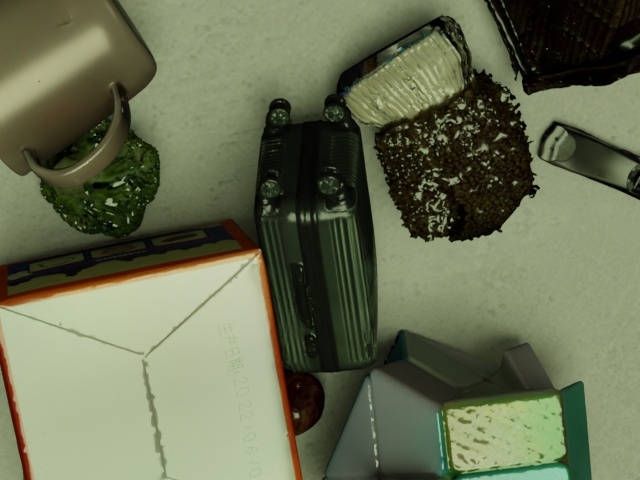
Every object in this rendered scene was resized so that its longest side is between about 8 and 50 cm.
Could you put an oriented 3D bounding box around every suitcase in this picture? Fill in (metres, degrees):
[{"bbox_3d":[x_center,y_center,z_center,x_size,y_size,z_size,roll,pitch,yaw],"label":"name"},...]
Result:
[{"bbox_3d":[0.000,0.000,1.785,0.128,0.202,0.312,-4,128,5],"label":"suitcase"}]

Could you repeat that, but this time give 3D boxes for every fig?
[{"bbox_3d":[-0.041,0.232,1.986,0.089,0.089,0.125,4,139,-12],"label":"fig"}]

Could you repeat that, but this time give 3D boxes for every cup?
[{"bbox_3d":[-0.293,-0.182,1.661,0.200,0.253,0.191,-32,153,1],"label":"cup"}]

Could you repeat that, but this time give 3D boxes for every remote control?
[{"bbox_3d":[0.383,-0.097,1.940,0.212,0.028,0.059,19,110,-18],"label":"remote control"}]

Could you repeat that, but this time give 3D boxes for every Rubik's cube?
[{"bbox_3d":[0.184,0.314,1.922,0.368,0.358,0.387,30,109,23],"label":"Rubik's cube"}]

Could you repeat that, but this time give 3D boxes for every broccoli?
[{"bbox_3d":[-0.273,-0.078,1.776,0.162,0.138,0.145,30,102,18],"label":"broccoli"}]

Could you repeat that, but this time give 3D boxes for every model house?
[{"bbox_3d":[0.360,-0.325,1.765,0.317,0.297,0.282,-27,148,-15],"label":"model house"}]

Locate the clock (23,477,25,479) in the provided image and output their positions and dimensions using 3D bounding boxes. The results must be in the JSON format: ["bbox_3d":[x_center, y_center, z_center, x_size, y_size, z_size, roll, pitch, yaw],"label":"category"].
[{"bbox_3d":[-0.252,0.297,1.969,0.293,0.071,0.277,-36,106,-6],"label":"clock"}]

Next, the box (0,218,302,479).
[{"bbox_3d":[-0.212,0.182,1.788,0.319,0.257,0.348,-13,102,-11],"label":"box"}]

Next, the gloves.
[{"bbox_3d":[0.153,-0.118,1.830,0.210,0.135,0.312,-39,116,6],"label":"gloves"}]
